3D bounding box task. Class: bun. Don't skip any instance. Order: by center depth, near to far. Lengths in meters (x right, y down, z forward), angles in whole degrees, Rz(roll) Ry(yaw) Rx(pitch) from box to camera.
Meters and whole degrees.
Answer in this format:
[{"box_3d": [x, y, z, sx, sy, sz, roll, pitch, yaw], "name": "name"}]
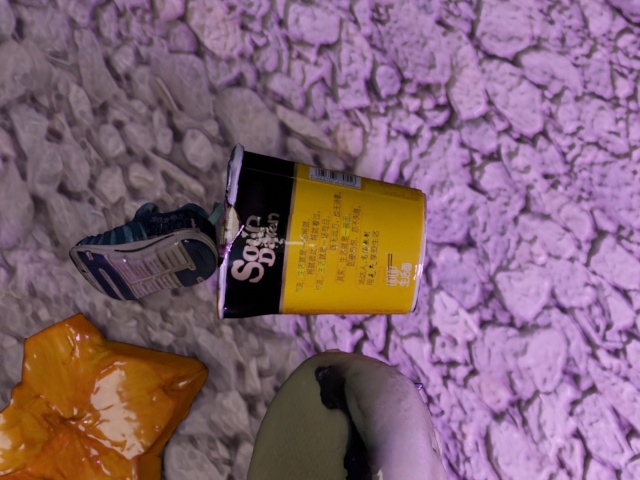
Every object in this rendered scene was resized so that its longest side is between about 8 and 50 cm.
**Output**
[{"box_3d": [0.050, 0.279, 1.563, 0.187, 0.293, 0.293, 16, 89, -30], "name": "bun"}]

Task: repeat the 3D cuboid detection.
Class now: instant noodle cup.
[{"box_3d": [0.000, 0.000, 1.588, 0.236, 0.215, 0.215, 5, 88, -1], "name": "instant noodle cup"}]

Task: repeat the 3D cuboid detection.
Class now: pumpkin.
[{"box_3d": [-0.301, 0.224, 1.659, 0.290, 0.095, 0.258, 19, 94, 11], "name": "pumpkin"}]

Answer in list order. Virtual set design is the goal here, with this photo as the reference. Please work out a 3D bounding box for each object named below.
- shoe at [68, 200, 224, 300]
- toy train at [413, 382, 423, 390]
[{"box_3d": [-0.211, 0.007, 1.663, 0.207, 0.091, 0.106, -12, 41, 22], "name": "shoe"}, {"box_3d": [0.084, 0.183, 1.653, 0.083, 0.017, 0.017, -3, 90, 7], "name": "toy train"}]
